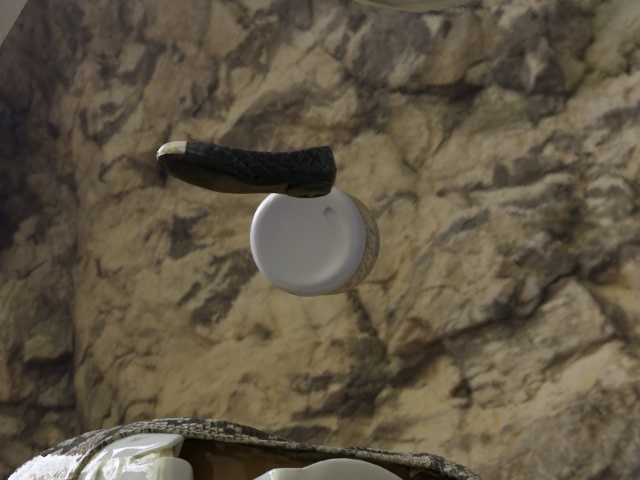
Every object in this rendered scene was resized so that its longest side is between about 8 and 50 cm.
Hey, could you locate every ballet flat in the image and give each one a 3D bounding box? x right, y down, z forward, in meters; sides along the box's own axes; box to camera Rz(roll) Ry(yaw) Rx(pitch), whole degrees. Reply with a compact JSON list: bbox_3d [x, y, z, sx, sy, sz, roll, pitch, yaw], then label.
[{"bbox_3d":[-0.066,0.239,0.924,0.483,0.182,0.163,3,-112,-7],"label":"ballet flat"},{"bbox_3d":[-0.068,-0.072,0.935,0.173,0.057,0.049,6,-113,-22],"label":"ballet flat"}]

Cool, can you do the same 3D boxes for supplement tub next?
[{"bbox_3d":[0.000,0.000,1.302,0.144,0.144,0.200,49,-173,9],"label":"supplement tub"}]

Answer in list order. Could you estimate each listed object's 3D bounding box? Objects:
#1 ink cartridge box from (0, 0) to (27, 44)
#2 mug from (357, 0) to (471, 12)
[{"bbox_3d":[-0.266,-0.243,0.571,0.233,0.168,0.171,30,-90,-3],"label":"ink cartridge box"},{"bbox_3d":[0.078,-0.354,0.703,0.276,0.374,0.328,9,-143,8],"label":"mug"}]
